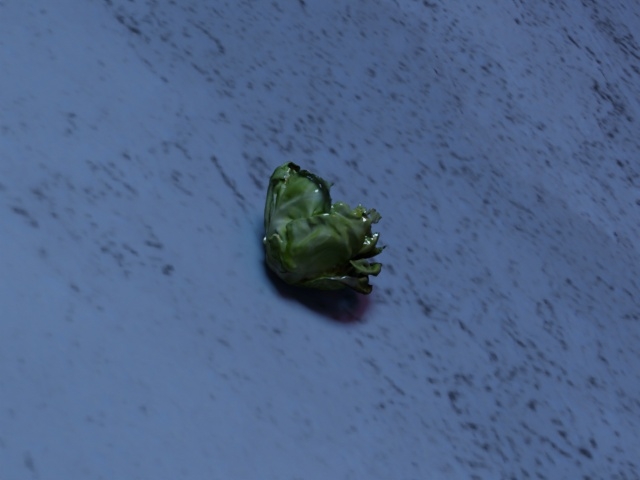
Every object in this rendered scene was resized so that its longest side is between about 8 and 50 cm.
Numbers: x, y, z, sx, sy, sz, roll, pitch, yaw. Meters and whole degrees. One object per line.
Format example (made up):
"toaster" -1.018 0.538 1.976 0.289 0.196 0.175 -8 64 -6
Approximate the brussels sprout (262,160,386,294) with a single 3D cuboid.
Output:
"brussels sprout" 0.000 0.000 1.010 0.085 0.058 0.085 31 0 0
